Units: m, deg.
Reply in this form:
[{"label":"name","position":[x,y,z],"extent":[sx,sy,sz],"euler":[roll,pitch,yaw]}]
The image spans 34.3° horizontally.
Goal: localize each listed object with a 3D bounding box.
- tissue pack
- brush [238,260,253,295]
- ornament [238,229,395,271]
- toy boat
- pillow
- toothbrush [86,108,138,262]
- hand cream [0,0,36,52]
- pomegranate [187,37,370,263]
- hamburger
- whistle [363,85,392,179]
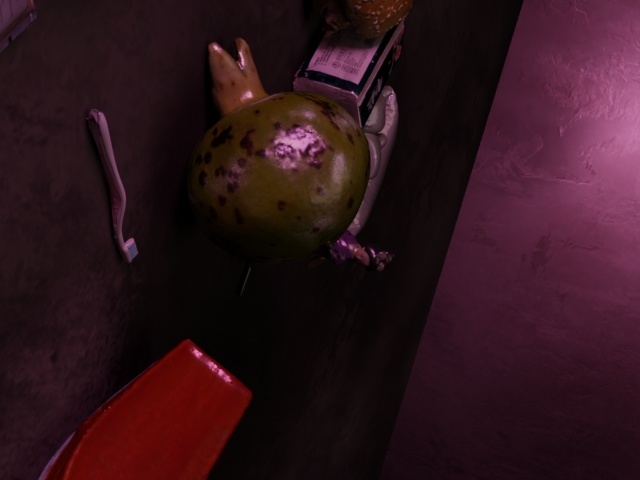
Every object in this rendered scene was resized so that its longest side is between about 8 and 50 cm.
[{"label":"tissue pack","position":[0.040,-0.240,1.416],"extent":[0.090,0.103,0.170],"euler":[92,22,-53]},{"label":"brush","position":[-0.097,0.036,1.411],"extent":[0.024,0.008,0.083],"euler":[36,72,-74]},{"label":"ornament","position":[-0.006,0.000,1.339],"extent":[0.081,0.203,0.088],"euler":[-8,109,-64]},{"label":"toy boat","position":[-0.204,0.250,1.072],"extent":[0.133,0.145,0.332],"euler":[-50,180,38]},{"label":"pillow","position":[0.066,-0.114,1.684],"extent":[0.144,0.078,0.254],"euler":[62,47,-81]},{"label":"toothbrush","position":[-0.196,-0.046,0.984],"extent":[0.022,0.017,0.204],"euler":[-49,154,-32]},{"label":"hand cream","position":[-0.226,-0.209,0.686],"extent":[0.210,0.043,0.067],"euler":[94,22,-53]},{"label":"pomegranate","position":[-0.057,-0.093,1.139],"extent":[0.211,0.263,0.211],"euler":[-28,176,-2]},{"label":"hamburger","position":[0.062,-0.374,1.319],"extent":[0.215,0.122,0.189],"euler":[89,26,-42]},{"label":"whistle","position":[0.043,-0.142,1.542],"extent":[0.092,0.110,0.244],"euler":[-118,-147,-62]}]
